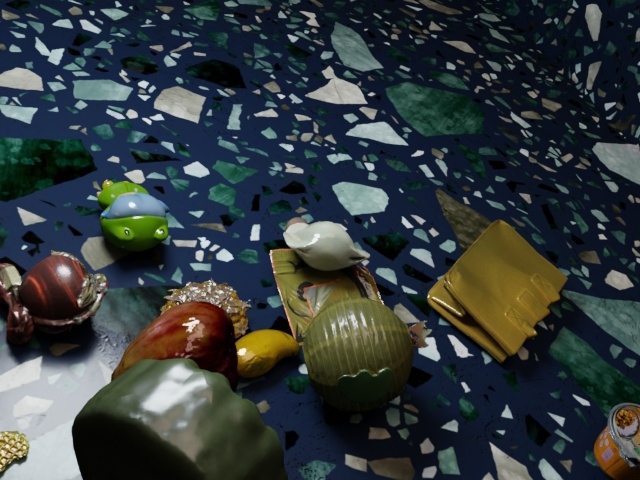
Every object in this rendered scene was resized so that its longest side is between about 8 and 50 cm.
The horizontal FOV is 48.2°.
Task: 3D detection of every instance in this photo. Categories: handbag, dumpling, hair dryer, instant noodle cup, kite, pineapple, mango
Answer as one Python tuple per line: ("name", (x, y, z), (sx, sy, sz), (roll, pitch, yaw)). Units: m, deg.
("handbag", (0.489, 0.138, 1.943), (0.283, 0.133, 0.401), (41, 43, 13))
("dumpling", (0.009, 0.008, 1.795), (0.229, 0.124, 0.151), (17, 14, -20))
("hair dryer", (0.000, 0.000, 1.924), (0.182, 0.064, 0.117), (6, 43, -30))
("instant noodle cup", (0.720, 0.485, 1.661), (0.208, 0.125, 0.177), (-14, 51, -35))
("kite", (0.020, 0.145, 1.771), (0.377, 0.013, 0.327), (36, 48, 2))
("pineapple", (-0.259, 0.157, 1.594), (0.225, 0.076, 0.225), (6, 36, -5))
("mango", (-0.130, 0.244, 1.575), (0.190, 0.075, 0.098), (-18, 61, -40))

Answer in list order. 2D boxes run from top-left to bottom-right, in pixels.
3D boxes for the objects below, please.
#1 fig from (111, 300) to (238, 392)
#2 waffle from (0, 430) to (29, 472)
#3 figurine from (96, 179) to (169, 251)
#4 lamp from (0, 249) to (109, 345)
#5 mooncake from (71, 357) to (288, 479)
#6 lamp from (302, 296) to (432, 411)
("fig", (-0.270, 0.246, 1.407), (0.224, 0.224, 0.263), (41, 65, 20))
("waffle", (-0.563, 0.374, 1.278), (0.085, 0.016, 0.078), (-16, 54, -38))
("figurine", (-0.458, -0.068, 1.731), (0.162, 0.143, 0.263), (3, 26, -33))
("lamp", (-0.563, 0.099, 1.479), (0.223, 0.151, 0.215), (-13, 48, -33))
("mooncake", (-0.232, 0.365, 1.184), (0.356, 0.356, 0.194), (34, 39, 14))
("lamp", (0.103, 0.234, 1.541), (0.284, 0.250, 0.250), (-17, 48, -1))
